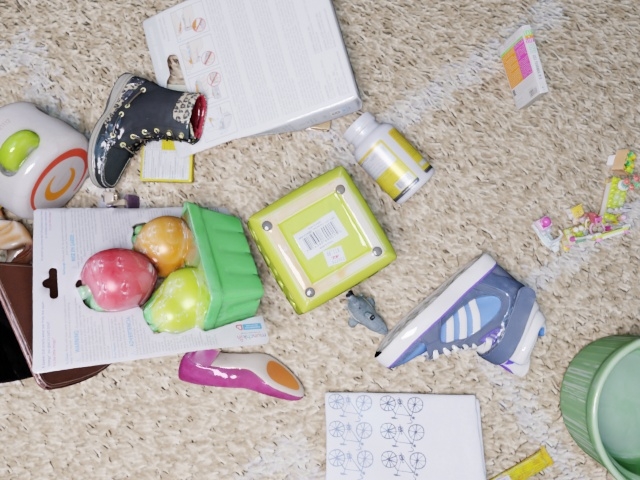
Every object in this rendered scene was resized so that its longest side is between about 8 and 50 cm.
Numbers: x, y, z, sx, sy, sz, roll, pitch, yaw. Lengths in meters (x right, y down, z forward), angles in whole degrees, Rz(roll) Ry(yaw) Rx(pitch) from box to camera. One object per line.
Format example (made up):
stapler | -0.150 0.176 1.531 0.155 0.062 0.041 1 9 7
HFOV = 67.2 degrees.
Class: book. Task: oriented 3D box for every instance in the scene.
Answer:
book | 0.427 -0.361 1.013 0.035 0.096 0.144 -13 87 -4

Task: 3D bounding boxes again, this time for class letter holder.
letter holder | -0.494 0.167 0.817 0.152 0.302 0.214 -27 88 -5

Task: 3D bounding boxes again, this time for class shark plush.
shark plush | 0.089 0.132 0.936 0.073 0.161 0.067 -38 51 -15

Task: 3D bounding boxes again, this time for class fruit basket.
fruit basket | -0.295 0.067 0.839 0.353 0.165 0.327 -6 50 -25

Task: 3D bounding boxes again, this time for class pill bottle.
pill bottle | 0.135 -0.170 0.978 0.103 0.103 0.184 -43 89 -5

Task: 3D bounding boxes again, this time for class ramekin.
ramekin | 0.633 0.328 0.943 0.303 0.148 0.303 0 86 -3

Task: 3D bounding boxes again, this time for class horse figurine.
horse figurine | -0.626 -0.001 0.905 0.263 0.066 0.174 25 53 18

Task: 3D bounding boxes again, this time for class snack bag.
snack bag | 0.163 0.465 0.909 0.323 0.037 0.342 4 65 -4

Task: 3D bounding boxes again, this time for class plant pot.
plant pot | 0.000 0.000 0.906 0.228 0.207 0.227 -30 88 -4

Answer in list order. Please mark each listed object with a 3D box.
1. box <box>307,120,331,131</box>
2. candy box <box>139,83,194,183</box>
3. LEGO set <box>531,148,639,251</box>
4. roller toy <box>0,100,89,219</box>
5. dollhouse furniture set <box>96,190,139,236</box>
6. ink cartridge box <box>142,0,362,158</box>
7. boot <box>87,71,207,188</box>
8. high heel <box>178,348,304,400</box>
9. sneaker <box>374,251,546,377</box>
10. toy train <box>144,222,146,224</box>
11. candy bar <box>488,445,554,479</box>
box | -0.049 -0.338 1.023 0.164 0.021 0.201 7 85 -3
candy box | -0.312 -0.221 0.996 0.105 0.027 0.206 2 85 0
LEGO set | 0.589 -0.071 0.993 0.287 0.107 0.132 -39 88 -5
roller toy | -0.543 -0.149 0.897 0.146 0.191 0.209 34 124 -1
dollhouse furniture set | -0.420 -0.035 0.955 0.081 0.091 0.114 -1 88 12
ink cartridge box | -0.140 -0.360 0.984 0.385 0.091 0.308 -16 87 11
boot | -0.333 -0.200 0.929 0.179 0.085 0.236 14 82 11
high heel | -0.157 0.278 0.953 0.244 0.082 0.117 27 113 -13
sneaker | 0.295 0.202 0.943 0.323 0.130 0.236 -40 84 -11
toy train | -0.333 -0.010 0.983 0.024 0.017 0.083 -28 87 5
candy bar | 0.400 0.475 0.983 0.161 0.018 0.040 -27 84 -4
